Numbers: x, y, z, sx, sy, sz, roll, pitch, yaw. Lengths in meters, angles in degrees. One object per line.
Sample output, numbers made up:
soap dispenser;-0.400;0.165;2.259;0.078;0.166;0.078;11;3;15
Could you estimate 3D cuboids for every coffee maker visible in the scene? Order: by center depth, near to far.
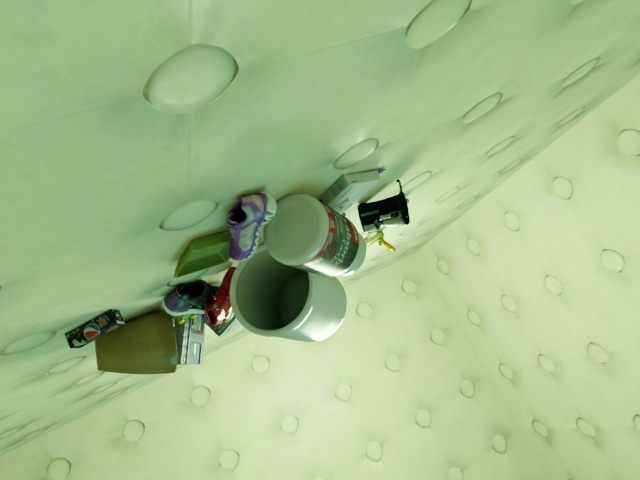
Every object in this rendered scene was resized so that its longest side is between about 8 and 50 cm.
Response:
coffee maker;0.243;-0.123;1.882;0.178;0.171;0.120;-12;152;24

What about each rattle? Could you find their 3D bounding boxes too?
rattle;0.280;0.048;2.636;0.199;0.143;0.130;-34;-174;-5

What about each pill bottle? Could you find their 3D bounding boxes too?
pill bottle;0.000;0.000;1.509;0.210;0.210;0.363;-33;156;17

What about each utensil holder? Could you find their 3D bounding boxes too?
utensil holder;-0.099;0.212;1.817;0.327;0.328;0.385;-31;154;12

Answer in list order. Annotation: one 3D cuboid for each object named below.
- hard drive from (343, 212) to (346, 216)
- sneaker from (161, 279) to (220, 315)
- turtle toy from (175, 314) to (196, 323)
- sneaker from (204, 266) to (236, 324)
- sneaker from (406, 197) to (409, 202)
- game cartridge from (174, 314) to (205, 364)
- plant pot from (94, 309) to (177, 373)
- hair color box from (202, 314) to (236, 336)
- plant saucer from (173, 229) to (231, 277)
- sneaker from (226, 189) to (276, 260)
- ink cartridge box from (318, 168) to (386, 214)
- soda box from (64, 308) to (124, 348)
hard drive;0.028;-0.074;1.846;0.135;0.022;0.094;-31;167;10
sneaker;-0.427;0.199;1.761;0.124;0.107;0.283;-41;163;25
turtle toy;-0.507;0.249;1.831;0.130;0.095;0.066;-21;144;-32
sneaker;-0.349;0.209;1.759;0.128;0.086;0.222;-23;126;-73
sneaker;0.353;-0.147;2.205;0.135;0.052;0.058;-38;169;37
game cartridge;-0.549;0.408;2.053;0.068;0.231;0.355;6;166;1
plant pot;-0.669;0.384;1.744;0.254;0.237;0.237;-6;158;-27
hair color box;-0.367;0.300;2.098;0.185;0.110;0.339;-49;175;-2
plant saucer;-0.330;0.030;1.424;0.188;0.045;0.188;-19;164;-40
sneaker;-0.209;-0.038;1.286;0.104;0.095;0.236;-6;140;-41
ink cartridge box;0.095;-0.153;1.621;0.223;0.045;0.223;-17;163;-43
soda box;-0.721;0.283;1.551;0.168;0.053;0.060;-29;168;-1
